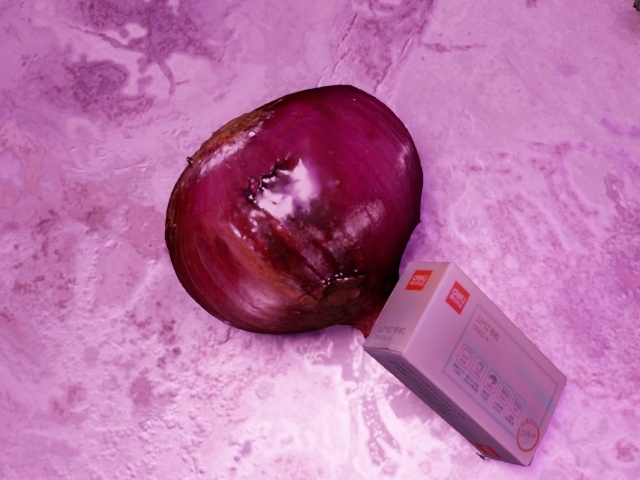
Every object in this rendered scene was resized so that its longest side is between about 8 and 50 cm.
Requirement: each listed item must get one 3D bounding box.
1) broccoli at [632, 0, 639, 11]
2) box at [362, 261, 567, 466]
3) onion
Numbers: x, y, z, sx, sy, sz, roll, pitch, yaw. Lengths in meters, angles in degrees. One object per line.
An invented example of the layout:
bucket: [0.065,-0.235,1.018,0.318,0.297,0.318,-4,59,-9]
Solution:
broccoli: [0.591,-0.368,1.264,0.252,0.221,0.361,-30,69,-40]
box: [0.181,0.153,1.121,0.269,0.079,0.135,42,67,-28]
onion: [0.000,0.000,1.180,0.348,0.348,0.385,-40,109,-5]
